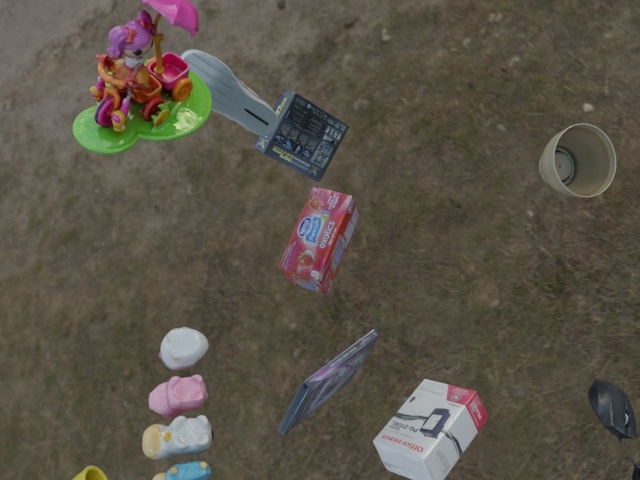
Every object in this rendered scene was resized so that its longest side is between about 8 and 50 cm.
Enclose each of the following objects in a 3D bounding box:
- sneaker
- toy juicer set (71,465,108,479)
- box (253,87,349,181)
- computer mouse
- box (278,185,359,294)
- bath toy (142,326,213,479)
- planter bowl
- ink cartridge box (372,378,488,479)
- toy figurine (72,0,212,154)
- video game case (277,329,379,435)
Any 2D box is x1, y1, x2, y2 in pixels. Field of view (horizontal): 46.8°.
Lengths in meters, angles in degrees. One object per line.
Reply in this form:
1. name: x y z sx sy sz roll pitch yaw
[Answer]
1. sneaker: -0.200 -0.301 1.520 0.094 0.258 0.091 -52 40 1
2. toy juicer set: -0.325 0.558 1.308 0.089 0.329 0.209 -31 34 11
3. box: -0.049 -0.283 2.020 0.059 0.232 0.183 33 97 45
4. computer mouse: 0.462 0.297 1.102 0.041 0.071 0.242 -47 26 26
5. box: 0.000 0.000 2.001 0.122 0.128 0.257 16 72 20
6. bath toy: -0.313 0.366 1.630 0.129 0.151 0.348 104 163 -59
7. planter bowl: 0.560 -0.173 1.657 0.109 0.162 0.162 173 100 -72
8. ink cartridge box: 0.272 0.469 1.825 0.172 0.237 0.100 3 128 49
9. toy figurine: -0.187 -0.194 0.772 0.130 0.173 0.159 38 145 14
10. video game case: 0.021 0.335 1.756 0.026 0.274 0.196 42 131 20
